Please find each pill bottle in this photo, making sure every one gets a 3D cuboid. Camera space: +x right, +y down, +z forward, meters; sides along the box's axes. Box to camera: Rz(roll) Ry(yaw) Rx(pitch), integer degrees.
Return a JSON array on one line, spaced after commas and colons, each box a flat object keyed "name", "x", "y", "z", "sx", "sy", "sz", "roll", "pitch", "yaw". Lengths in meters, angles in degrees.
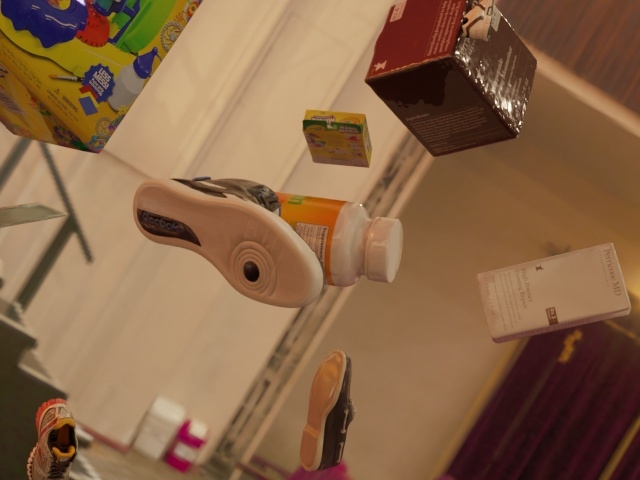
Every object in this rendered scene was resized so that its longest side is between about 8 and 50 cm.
[{"name": "pill bottle", "x": 0.000, "y": 0.000, "z": 1.771, "sx": 0.246, "sy": 0.136, "sz": 0.136, "roll": 8, "pitch": -9, "yaw": 17}]

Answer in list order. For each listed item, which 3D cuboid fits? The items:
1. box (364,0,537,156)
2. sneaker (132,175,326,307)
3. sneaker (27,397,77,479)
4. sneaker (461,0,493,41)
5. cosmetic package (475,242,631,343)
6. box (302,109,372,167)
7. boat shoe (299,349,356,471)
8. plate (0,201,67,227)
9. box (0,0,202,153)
[{"name": "box", "x": 0.208, "y": -0.265, "z": 1.749, "sx": 0.167, "sy": 0.168, "sz": 0.203, "roll": -10, "pitch": -40, "yaw": 40}, {"name": "sneaker", "x": -0.055, "y": -0.012, "z": 1.008, "sx": 0.217, "sy": 0.079, "sz": 0.121, "roll": 26, "pitch": 23, "yaw": 33}, {"name": "sneaker", "x": -0.553, "y": 0.446, "z": 2.316, "sx": 0.088, "sy": 0.225, "sz": 0.093, "roll": -7, "pitch": 24, "yaw": -32}, {"name": "sneaker", "x": 0.229, "y": -0.328, "z": 1.621, "sx": 0.044, "sy": 0.109, "sz": 0.040, "roll": 5, "pitch": -52, "yaw": 11}, {"name": "cosmetic package", "x": 0.386, "y": 0.089, "z": 1.851, "sx": 0.231, "sy": 0.117, "sz": 0.085, "roll": -15, "pitch": -14, "yaw": 11}, {"name": "box", "x": 0.029, "y": -0.176, "z": 1.896, "sx": 0.105, "sy": 0.043, "sz": 0.179, "roll": 6, "pitch": -14, "yaw": 8}, {"name": "boat shoe", "x": 0.022, "y": 0.274, "z": 1.796, "sx": 0.065, "sy": 0.206, "sz": 0.075, "roll": 8, "pitch": 12, "yaw": -30}, {"name": "plate", "x": -0.413, "y": -0.028, "z": 1.398, "sx": 0.188, "sy": 0.024, "sz": 0.188, "roll": -8, "pitch": 5, "yaw": 1}, {"name": "box", "x": -0.313, "y": -0.302, "z": 1.249, "sx": 0.177, "sy": 0.279, "sz": 0.290, "roll": 14, "pitch": -23, "yaw": 40}]
